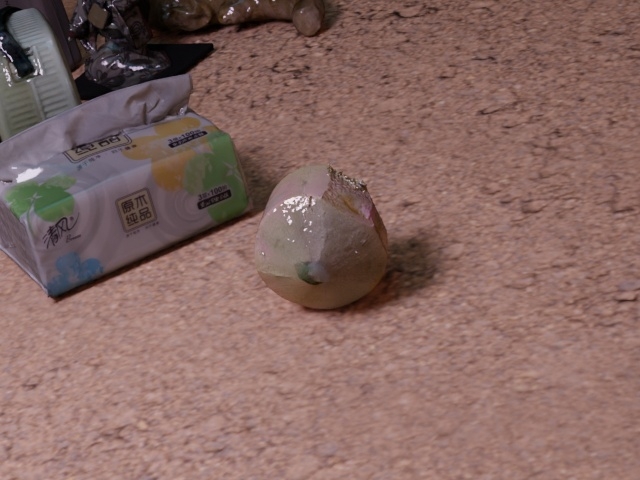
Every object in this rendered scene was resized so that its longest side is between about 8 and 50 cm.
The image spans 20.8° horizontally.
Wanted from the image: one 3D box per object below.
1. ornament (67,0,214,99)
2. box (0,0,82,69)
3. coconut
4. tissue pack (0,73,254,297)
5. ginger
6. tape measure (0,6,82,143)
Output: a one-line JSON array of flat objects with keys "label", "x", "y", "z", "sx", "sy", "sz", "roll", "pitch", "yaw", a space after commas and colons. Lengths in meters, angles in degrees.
[{"label": "ornament", "x": -0.261, "y": -0.291, "z": 2.155, "sx": 0.166, "sy": 0.196, "sz": 0.153, "roll": 2, "pitch": 29, "yaw": 33}, {"label": "box", "x": -0.388, "y": -0.325, "z": 2.227, "sx": 0.103, "sy": 0.243, "sz": 0.055, "roll": 4, "pitch": 34, "yaw": 33}, {"label": "coconut", "x": 0.000, "y": 0.000, "z": 1.525, "sx": 0.116, "sy": 0.116, "sz": 0.122, "roll": -10, "pitch": 26, "yaw": 8}, {"label": "tissue pack", "x": -0.210, "y": -0.067, "z": 1.732, "sx": 0.229, "sy": 0.145, "sz": 0.159, "roll": -24, "pitch": 28, "yaw": -19}, {"label": "ginger", "x": -0.124, "y": -0.324, "z": 2.282, "sx": 0.333, "sy": 0.080, "sz": 0.166, "roll": -1, "pitch": 40, "yaw": 31}, {"label": "tape measure", "x": -0.333, "y": -0.162, "z": 1.925, "sx": 0.115, "sy": 0.207, "sz": 0.235, "roll": -22, "pitch": 29, "yaw": -9}]
